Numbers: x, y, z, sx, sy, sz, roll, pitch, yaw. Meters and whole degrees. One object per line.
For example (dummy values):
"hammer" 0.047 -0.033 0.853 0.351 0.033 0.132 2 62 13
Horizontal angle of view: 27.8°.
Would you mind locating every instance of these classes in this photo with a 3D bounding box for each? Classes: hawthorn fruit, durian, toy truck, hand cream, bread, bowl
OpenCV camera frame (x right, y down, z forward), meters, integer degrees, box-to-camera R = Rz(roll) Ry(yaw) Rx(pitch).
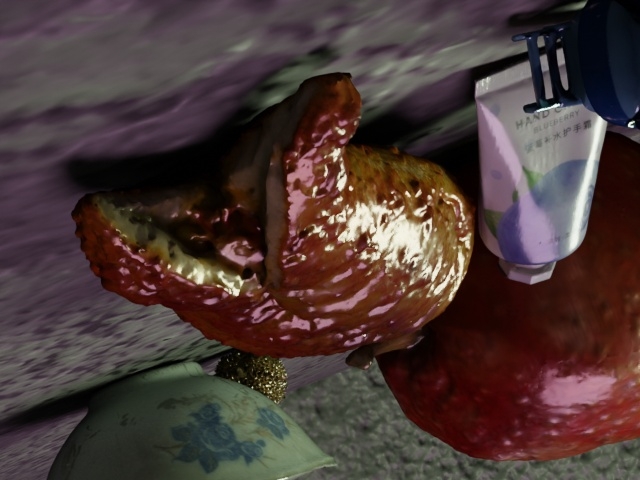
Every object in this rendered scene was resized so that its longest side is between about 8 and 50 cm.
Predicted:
"hawthorn fruit" 0.118 0.036 0.774 0.253 0.205 0.205 -5 164 -30
"durian" -0.074 0.147 1.372 0.080 0.080 0.091 -22 161 2
"toy truck" 0.144 -0.081 0.540 0.136 0.063 0.074 -16 -170 -42
"hand cream" 0.107 -0.035 0.631 0.084 0.053 0.142 -23 141 -19
"bread" -0.006 0.004 0.580 0.139 0.095 0.269 -30 168 12
"bowl" -0.152 0.204 1.275 0.313 0.146 0.313 -17 170 -3
